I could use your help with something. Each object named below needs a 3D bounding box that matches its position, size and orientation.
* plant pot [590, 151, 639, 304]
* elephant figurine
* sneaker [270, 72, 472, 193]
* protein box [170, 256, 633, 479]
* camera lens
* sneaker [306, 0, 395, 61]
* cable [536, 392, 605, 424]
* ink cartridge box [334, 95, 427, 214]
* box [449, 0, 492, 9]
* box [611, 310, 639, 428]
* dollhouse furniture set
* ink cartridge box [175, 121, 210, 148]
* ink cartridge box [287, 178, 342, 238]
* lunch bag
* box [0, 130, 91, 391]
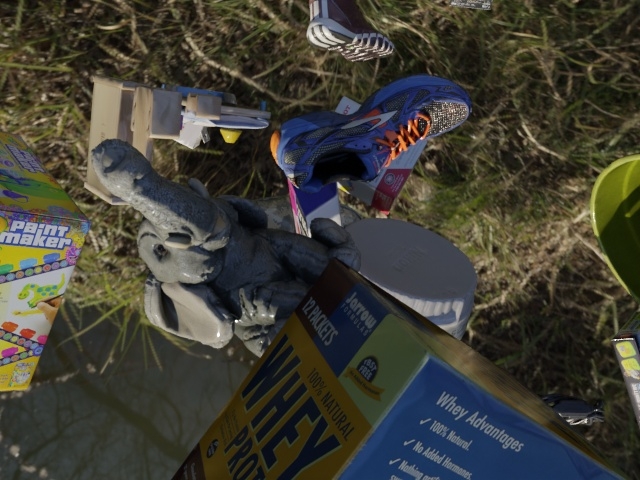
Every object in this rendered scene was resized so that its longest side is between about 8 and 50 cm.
[{"bbox_3d":[0.731,-0.064,1.106,0.353,0.366,0.367,-31,110,-14],"label":"plant pot"},{"bbox_3d":[-0.095,0.015,0.606,0.239,0.169,0.186,23,111,-8],"label":"elephant figurine"},{"bbox_3d":[0.060,-0.105,0.699,0.221,0.087,0.083,-21,141,5],"label":"sneaker"},{"bbox_3d":[0.043,0.159,0.400,0.199,0.136,0.201,34,95,-26],"label":"protein box"},{"bbox_3d":[0.086,0.133,0.952,0.219,0.219,0.274,14,120,-4],"label":"camera lens"},{"bbox_3d":[0.066,-0.459,1.304,0.106,0.281,0.163,-4,92,29],"label":"sneaker"},{"bbox_3d":[0.455,0.332,1.269,0.184,0.047,0.150,-5,156,14],"label":"cable"},{"bbox_3d":[0.084,-0.155,1.203,0.176,0.127,0.128,29,81,5],"label":"ink cartridge box"},{"bbox_3d":[0.303,-0.498,1.293,0.083,0.018,0.067,7,126,6],"label":"box"},{"bbox_3d":[0.526,0.228,1.028,0.036,0.114,0.207,-14,98,46],"label":"box"},{"bbox_3d":[-0.218,-0.162,1.141,0.303,0.286,0.198,-2,107,-38],"label":"dollhouse furniture set"},{"bbox_3d":[-0.325,-0.285,1.546,0.143,0.092,0.090,26,104,-8],"label":"ink cartridge box"},{"bbox_3d":[0.000,0.000,1.100,0.069,0.176,0.371,-11,122,-8],"label":"ink cartridge box"},{"bbox_3d":[-0.054,-0.006,1.554,0.256,0.305,0.213,-9,92,-18],"label":"lunch bag"},{"bbox_3d":[-0.498,0.014,0.909,0.177,0.290,0.279,9,112,-48],"label":"box"}]
